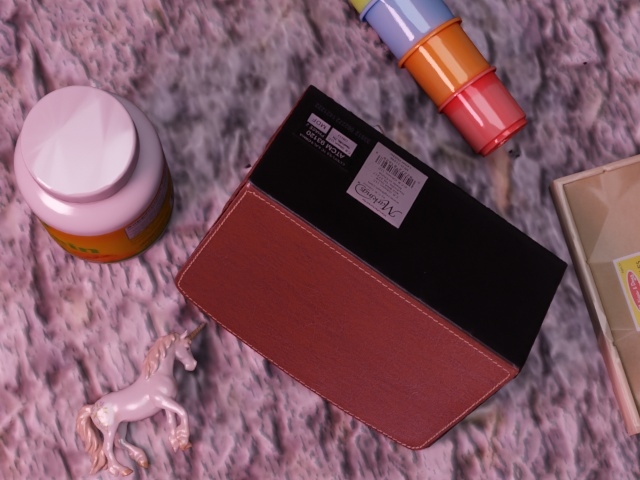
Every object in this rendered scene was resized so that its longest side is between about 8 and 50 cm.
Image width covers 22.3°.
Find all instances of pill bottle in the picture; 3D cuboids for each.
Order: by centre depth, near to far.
[{"bbox_3d":[-0.212,-0.064,1.520,0.136,0.245,0.136,0,79,-1],"label":"pill bottle"}]

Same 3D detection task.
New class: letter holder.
[{"bbox_3d":[0.041,0.038,1.560,0.302,0.214,0.152,35,49,-5],"label":"letter holder"}]

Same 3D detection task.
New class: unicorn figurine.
[{"bbox_3d":[-0.166,0.158,1.574,0.162,0.060,0.111,-23,81,-6],"label":"unicorn figurine"}]

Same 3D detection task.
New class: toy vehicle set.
[{"bbox_3d":[0.348,0.043,1.619,0.166,0.035,0.266,-16,80,-4],"label":"toy vehicle set"}]

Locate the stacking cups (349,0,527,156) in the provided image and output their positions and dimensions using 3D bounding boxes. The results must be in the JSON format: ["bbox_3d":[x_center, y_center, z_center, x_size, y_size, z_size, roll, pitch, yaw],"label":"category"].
[{"bbox_3d":[0.089,-0.223,1.647,0.096,0.096,0.316,-35,87,-7],"label":"stacking cups"}]

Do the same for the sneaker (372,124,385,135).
[{"bbox_3d":[0.052,-0.053,1.628,0.067,0.042,0.118,-21,73,-9],"label":"sneaker"}]
